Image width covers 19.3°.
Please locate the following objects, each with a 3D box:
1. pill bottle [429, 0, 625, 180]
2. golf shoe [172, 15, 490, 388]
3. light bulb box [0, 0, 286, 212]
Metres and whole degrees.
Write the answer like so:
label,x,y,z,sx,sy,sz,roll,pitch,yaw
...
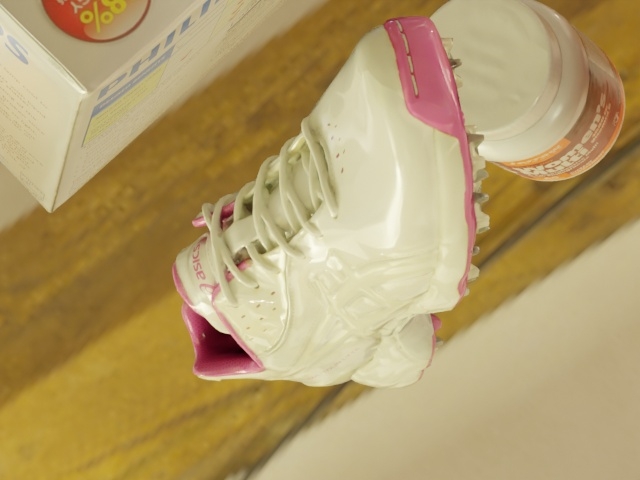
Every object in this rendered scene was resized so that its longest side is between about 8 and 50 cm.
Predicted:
label,x,y,z,sx,sy,sz,roll,pitch,yaw
pill bottle,0.147,-0.113,1.391,0.121,0.221,0.121,-2,-94,20
golf shoe,0.000,0.000,0.934,0.140,0.306,0.115,-7,-118,-11
light bulb box,-0.142,-0.248,1.435,0.358,0.225,0.361,-44,179,-17
